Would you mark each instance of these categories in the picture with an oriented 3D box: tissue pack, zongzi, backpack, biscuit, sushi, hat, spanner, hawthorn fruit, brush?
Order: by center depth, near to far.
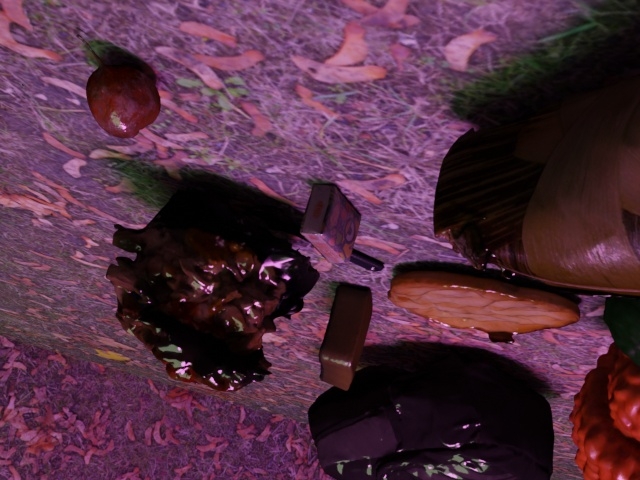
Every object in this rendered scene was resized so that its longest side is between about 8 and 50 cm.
[{"bbox_3d":[0.170,-0.054,0.544,0.289,0.154,0.317,0,164,34],"label":"zongzi"},{"bbox_3d":[-0.185,-0.143,0.751,0.066,0.067,0.103,4,132,27],"label":"hawthorn fruit"},{"bbox_3d":[0.429,0.145,0.920,0.285,0.285,0.400,7,134,20],"label":"hat"},{"bbox_3d":[0.013,-0.017,0.929,0.035,0.063,0.083,7,160,27],"label":"tissue pack"},{"bbox_3d":[-0.137,0.070,1.018,0.238,0.219,0.225,18,161,13],"label":"sushi"},{"bbox_3d":[0.000,0.000,1.060,0.208,0.012,0.046,25,157,-29],"label":"spanner"},{"bbox_3d":[0.213,0.084,1.108,0.260,0.041,0.203,2,154,30],"label":"biscuit"},{"bbox_3d":[0.038,0.152,1.285,0.059,0.123,0.197,17,160,8],"label":"brush"},{"bbox_3d":[0.189,0.346,1.532,0.445,0.255,0.363,-15,149,29],"label":"backpack"}]
